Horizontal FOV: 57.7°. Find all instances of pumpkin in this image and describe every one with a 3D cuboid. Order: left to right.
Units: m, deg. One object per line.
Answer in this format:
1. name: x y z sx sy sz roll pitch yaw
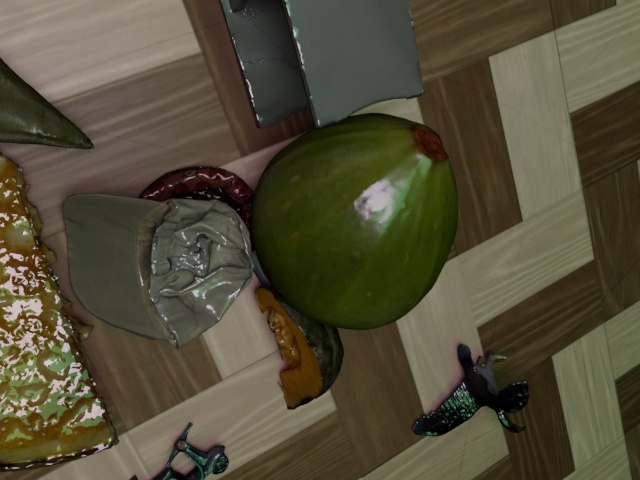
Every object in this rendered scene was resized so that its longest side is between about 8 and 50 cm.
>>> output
1. pumpkin: 0.000 0.185 0.934 0.111 0.163 0.278 -24 119 -23

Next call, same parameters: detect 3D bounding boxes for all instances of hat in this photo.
1. hat: -0.225 0.014 0.806 0.149 0.245 0.214 -27 131 -51

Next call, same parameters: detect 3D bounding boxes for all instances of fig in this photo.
1. fig: 0.059 -0.037 0.807 0.316 0.316 0.316 -5 103 -24

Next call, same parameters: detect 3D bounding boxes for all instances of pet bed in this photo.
1. pet bed: -0.186 -0.017 0.874 0.201 0.053 0.201 -3 103 -14

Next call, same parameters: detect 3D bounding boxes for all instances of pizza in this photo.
1. pizza: -0.445 0.087 0.753 0.440 0.130 0.405 18 80 -28

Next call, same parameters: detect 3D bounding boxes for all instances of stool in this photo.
1. stool: -0.013 -0.303 0.787 0.170 0.244 0.269 -22 109 -19

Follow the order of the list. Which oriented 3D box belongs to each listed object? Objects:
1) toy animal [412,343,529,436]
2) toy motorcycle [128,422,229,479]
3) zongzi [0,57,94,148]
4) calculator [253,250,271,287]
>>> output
1. toy animal: 0.339 0.297 1.136 0.197 0.272 0.160 23 55 -22
2. toy motorcycle: -0.233 0.383 0.943 0.173 0.058 0.100 -40 109 -10
3. zongzi: -0.440 -0.259 0.648 0.361 0.160 0.322 2 102 -24
4. calculator: 0.000 0.000 0.985 0.262 0.021 0.161 -34 112 -14
